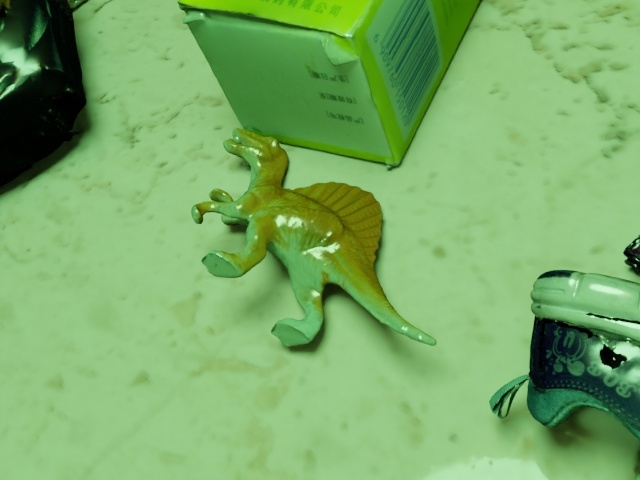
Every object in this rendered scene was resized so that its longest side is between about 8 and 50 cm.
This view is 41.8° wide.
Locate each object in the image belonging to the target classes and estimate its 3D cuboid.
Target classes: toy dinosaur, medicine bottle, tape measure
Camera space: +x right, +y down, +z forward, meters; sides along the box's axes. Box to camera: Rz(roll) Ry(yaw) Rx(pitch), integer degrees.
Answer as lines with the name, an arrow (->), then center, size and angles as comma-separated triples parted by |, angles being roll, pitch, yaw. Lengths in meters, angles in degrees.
toy dinosaur -> -0.001, 0.000, 0.558 | 0.212, 0.057, 0.142 | 23, 47, 17
medicine bottle -> 0.032, -0.197, 0.618 | 0.137, 0.141, 0.250 | 14, 62, 29
tape measure -> -0.300, -0.134, 0.683 | 0.222, 0.135, 0.202 | -20, 60, 1

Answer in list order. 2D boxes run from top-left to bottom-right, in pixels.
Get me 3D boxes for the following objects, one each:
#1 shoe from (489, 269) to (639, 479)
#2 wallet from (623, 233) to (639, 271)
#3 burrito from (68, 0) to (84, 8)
shoe -> 0.189, 0.088, 0.412 | 0.207, 0.091, 0.106 | 21, 96, 30
wallet -> 0.272, -0.014, 0.482 | 0.166, 0.030, 0.111 | -41, 55, -12
burrito -> -0.314, -0.296, 0.816 | 0.299, 0.105, 0.143 | 10, 57, 25
